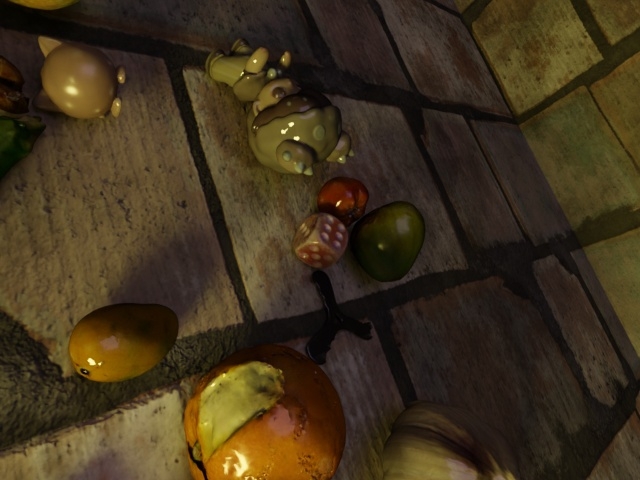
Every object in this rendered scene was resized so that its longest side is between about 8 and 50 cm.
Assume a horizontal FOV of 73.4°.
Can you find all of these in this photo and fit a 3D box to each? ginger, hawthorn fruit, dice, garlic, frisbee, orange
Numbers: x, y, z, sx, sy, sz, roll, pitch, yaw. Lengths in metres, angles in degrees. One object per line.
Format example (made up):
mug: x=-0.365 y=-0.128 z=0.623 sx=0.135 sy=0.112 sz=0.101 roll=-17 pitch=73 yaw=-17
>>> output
ginger: x=-0.536 y=-0.256 z=0.657 sx=0.162 sy=0.073 sz=0.103 roll=14 pitch=72 yaw=-42
hawthorn fruit: x=0.051 y=-0.094 z=1.039 sx=0.125 sy=0.140 sz=0.125 roll=-3 pitch=98 yaw=-25
dice: x=0.000 y=0.000 z=0.951 sx=0.094 sy=0.091 sz=0.093 roll=33 pitch=49 yaw=-23
garlic: x=0.245 y=0.471 z=0.817 sx=0.321 sy=0.241 sz=0.322 roll=12 pitch=48 yaw=-13
frisbee: x=0.045 y=0.184 z=0.944 sx=0.187 sy=0.012 sz=0.211 roll=28 pitch=51 yaw=-27
orange: x=-0.082 y=0.273 z=0.628 sx=0.239 sy=0.240 sz=0.240 roll=20 pitch=55 yaw=-31

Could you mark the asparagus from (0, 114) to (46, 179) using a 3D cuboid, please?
asparagus: x=-0.490 y=-0.085 z=0.593 sx=0.081 sy=0.085 sz=0.343 roll=19 pitch=54 yaw=-2

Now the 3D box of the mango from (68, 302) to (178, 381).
mango: x=-0.281 y=0.147 z=0.633 sx=0.163 sy=0.089 sz=0.111 roll=7 pitch=61 yaw=-47

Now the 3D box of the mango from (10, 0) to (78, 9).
mango: x=-0.557 y=-0.558 z=0.716 sx=0.382 sy=0.201 sz=0.225 roll=46 pitch=55 yaw=-6

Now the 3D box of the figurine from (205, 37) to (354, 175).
figurine: x=-0.102 y=-0.300 z=0.976 sx=0.381 sy=0.203 sz=0.248 roll=49 pitch=37 yaw=9

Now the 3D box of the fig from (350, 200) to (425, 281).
fig: x=0.161 y=0.004 z=1.027 sx=0.180 sy=0.180 sz=0.191 roll=1 pitch=84 yaw=-40

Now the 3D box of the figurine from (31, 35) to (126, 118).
figurine: x=-0.414 y=-0.274 z=0.742 sx=0.137 sy=0.125 sz=0.125 roll=5 pitch=63 yaw=-24
